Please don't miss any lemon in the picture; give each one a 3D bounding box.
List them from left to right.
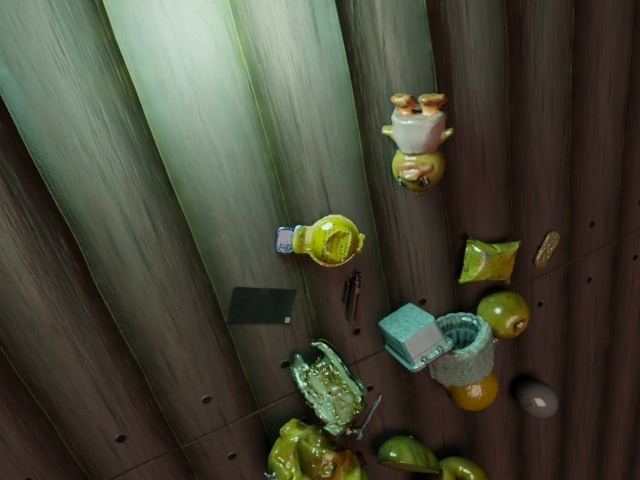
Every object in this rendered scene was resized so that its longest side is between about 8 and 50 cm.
[{"bbox_3d":[0.524,0.503,1.673,0.244,0.187,0.187,20,102,-25],"label":"lemon"}]

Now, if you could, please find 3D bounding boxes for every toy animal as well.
[{"bbox_3d":[0.261,-0.251,1.273,0.169,0.195,0.281,-33,126,-56],"label":"toy animal"}]

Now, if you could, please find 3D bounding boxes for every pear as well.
[{"bbox_3d":[0.534,0.997,1.821,0.314,0.314,0.314,-9,114,-21],"label":"pear"}]

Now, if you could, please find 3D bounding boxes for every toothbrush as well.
[{"bbox_3d":[0.172,0.622,1.666,0.019,0.013,0.193,16,104,-35],"label":"toothbrush"}]

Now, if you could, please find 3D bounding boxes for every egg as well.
[{"bbox_3d":[0.866,0.634,1.901,0.198,0.146,0.146,39,92,-24],"label":"egg"}]

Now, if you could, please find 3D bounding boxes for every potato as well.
[{"bbox_3d":[0.317,0.778,1.736,0.271,0.160,0.111,28,55,-32],"label":"potato"}]

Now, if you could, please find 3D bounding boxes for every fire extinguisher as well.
[{"bbox_3d":[0.095,0.167,1.440,0.049,0.035,0.173,11,110,13],"label":"fire extinguisher"}]

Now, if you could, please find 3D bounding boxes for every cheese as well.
[{"bbox_3d":[0.000,0.000,1.309,0.250,0.064,0.157,3,108,-15],"label":"cheese"}]

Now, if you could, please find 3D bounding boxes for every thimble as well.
[{"bbox_3d":[0.458,0.359,1.573,0.250,0.205,0.172,-22,119,-16],"label":"thimble"}]

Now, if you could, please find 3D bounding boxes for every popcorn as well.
[{"bbox_3d":[-0.047,0.692,1.436,0.281,0.297,0.316,6,141,-41],"label":"popcorn"}]

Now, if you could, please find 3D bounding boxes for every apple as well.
[{"bbox_3d":[0.637,0.258,1.641,0.182,0.155,0.183,-8,111,-20],"label":"apple"}]

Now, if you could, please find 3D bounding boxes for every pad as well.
[{"bbox_3d":[-0.166,0.187,1.346,0.193,0.004,0.116,7,107,-25],"label":"pad"}]

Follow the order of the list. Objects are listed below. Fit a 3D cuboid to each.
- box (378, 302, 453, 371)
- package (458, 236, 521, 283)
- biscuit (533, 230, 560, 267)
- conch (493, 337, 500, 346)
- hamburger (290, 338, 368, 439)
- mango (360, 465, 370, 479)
[{"bbox_3d":[0.288,0.298,1.473,0.162,0.227,0.130,-31,103,-9],"label":"box"},{"bbox_3d":[0.564,0.068,1.569,0.226,0.090,0.168,0,109,-21],"label":"package"},{"bbox_3d":[0.818,0.033,1.710,0.071,0.018,0.147,15,105,-26],"label":"biscuit"},{"bbox_3d":[0.619,0.363,1.737,0.085,0.056,0.076,-32,107,-10],"label":"conch"},{"bbox_3d":[0.035,0.454,1.427,0.167,0.288,0.192,-35,153,-11],"label":"hamburger"},{"bbox_3d":[0.095,0.934,1.678,0.192,0.156,0.343,-16,117,-16],"label":"mango"}]
